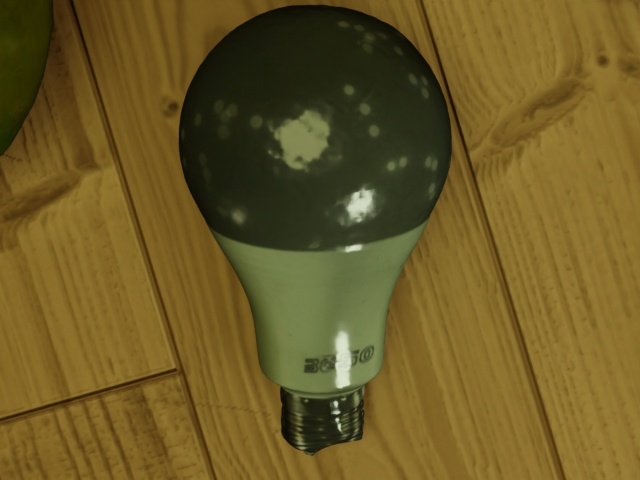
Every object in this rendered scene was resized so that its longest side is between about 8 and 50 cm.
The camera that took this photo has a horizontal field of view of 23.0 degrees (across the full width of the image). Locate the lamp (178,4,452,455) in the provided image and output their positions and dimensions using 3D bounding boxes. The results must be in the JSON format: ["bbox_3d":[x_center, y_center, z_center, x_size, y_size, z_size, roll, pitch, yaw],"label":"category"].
[{"bbox_3d":[0.017,-0.008,1.074,0.182,0.182,0.313,-14,111,12],"label":"lamp"}]

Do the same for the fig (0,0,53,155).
[{"bbox_3d":[-0.346,-0.158,1.047,0.316,0.316,0.316,1,94,12],"label":"fig"}]
